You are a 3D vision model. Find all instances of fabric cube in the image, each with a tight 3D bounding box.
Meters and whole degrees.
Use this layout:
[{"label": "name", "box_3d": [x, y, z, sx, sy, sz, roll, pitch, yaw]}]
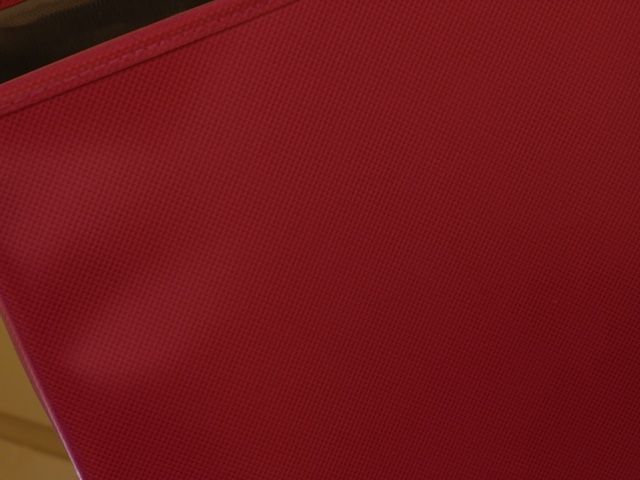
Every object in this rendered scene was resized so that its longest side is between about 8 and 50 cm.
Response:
[{"label": "fabric cube", "box_3d": [0.000, 0.000, 0.544, 0.254, 0.259, 0.258, -25, -69, -11]}]
